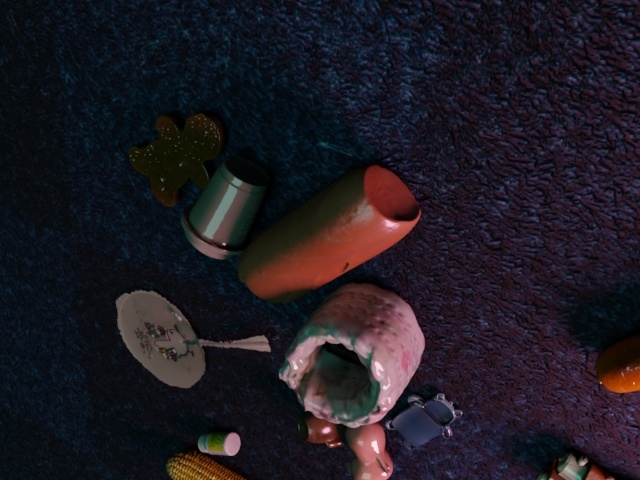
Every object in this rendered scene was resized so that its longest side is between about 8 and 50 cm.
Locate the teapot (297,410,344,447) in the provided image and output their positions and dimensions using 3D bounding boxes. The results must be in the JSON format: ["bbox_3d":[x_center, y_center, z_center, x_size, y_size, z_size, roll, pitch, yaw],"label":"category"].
[{"bbox_3d":[-0.004,0.339,1.220,0.110,0.080,0.084,-44,59,53],"label":"teapot"}]

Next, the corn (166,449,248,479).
[{"bbox_3d":[-0.213,0.519,1.447,0.249,0.081,0.081,22,125,20],"label":"corn"}]

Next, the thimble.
[{"bbox_3d":[0.043,0.173,1.051,0.211,0.149,0.185,-10,112,36],"label":"thimble"}]

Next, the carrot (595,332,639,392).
[{"bbox_3d":[0.436,0.131,0.837,0.225,0.067,0.067,-34,95,38],"label":"carrot"}]

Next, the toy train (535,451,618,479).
[{"bbox_3d":[0.407,0.378,0.993,0.176,0.074,0.118,36,119,16],"label":"toy train"}]

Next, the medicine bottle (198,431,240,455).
[{"bbox_3d":[-0.209,0.417,1.408,0.083,0.047,0.047,-10,110,35],"label":"medicine bottle"}]

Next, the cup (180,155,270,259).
[{"bbox_3d":[-0.142,-0.053,1.064,0.120,0.120,0.141,39,121,8],"label":"cup"}]

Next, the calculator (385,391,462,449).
[{"bbox_3d":[0.169,0.294,1.123,0.094,0.019,0.141,46,129,1],"label":"calculator"}]

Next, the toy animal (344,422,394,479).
[{"bbox_3d":[0.079,0.364,1.180,0.089,0.083,0.150,-5,98,10],"label":"toy animal"}]

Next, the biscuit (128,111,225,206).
[{"bbox_3d":[-0.223,-0.141,1.114,0.205,0.031,0.138,-31,98,40],"label":"biscuit"}]

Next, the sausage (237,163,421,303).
[{"bbox_3d":[-0.001,0.000,0.997,0.304,0.121,0.121,-32,96,39],"label":"sausage"}]

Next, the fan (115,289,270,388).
[{"bbox_3d":[-0.253,0.197,1.334,0.415,0.012,0.232,-2,116,36],"label":"fan"}]
